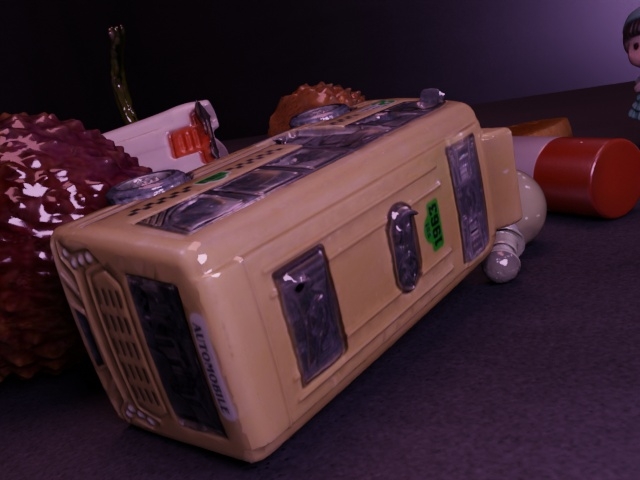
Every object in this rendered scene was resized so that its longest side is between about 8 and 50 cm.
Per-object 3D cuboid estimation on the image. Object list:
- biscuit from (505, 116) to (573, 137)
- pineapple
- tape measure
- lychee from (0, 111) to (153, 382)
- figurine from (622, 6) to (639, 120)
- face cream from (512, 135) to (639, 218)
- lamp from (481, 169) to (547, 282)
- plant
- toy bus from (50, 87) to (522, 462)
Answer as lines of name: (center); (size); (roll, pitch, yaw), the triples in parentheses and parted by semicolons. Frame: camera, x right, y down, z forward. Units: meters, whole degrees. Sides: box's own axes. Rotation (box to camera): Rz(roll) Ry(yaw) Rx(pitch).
biscuit: (0.288, -0.156, 1.140); (0.343, 0.057, 0.287); (-23, 13, -38)
pineapple: (0.075, -0.202, 1.248); (0.223, 0.223, 0.357); (2, 8, 40)
tape measure: (-0.227, -0.050, 0.816); (0.258, 0.130, 0.265); (-19, -21, 1)
lychee: (-0.243, 0.006, 0.590); (0.271, 0.271, 0.271); (-10, 14, 3)
figurine: (0.584, -0.282, 1.039); (0.138, 0.246, 0.110); (0, 17, 38)
face cream: (0.292, -0.086, 0.803); (0.095, 0.096, 0.214); (-17, 16, -23)
lamp: (0.187, -0.011, 0.644); (0.091, 0.091, 0.163); (-5, 30, 22)
plant: (-0.283, -0.160, 1.079); (0.180, 0.334, 0.251); (-2, -7, -27)
toy bus: (0.000, 0.000, 0.507); (0.201, 0.177, 0.365); (4, 27, 42)
